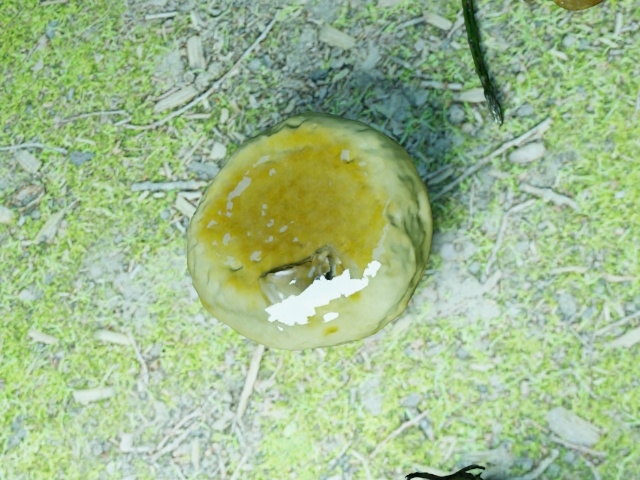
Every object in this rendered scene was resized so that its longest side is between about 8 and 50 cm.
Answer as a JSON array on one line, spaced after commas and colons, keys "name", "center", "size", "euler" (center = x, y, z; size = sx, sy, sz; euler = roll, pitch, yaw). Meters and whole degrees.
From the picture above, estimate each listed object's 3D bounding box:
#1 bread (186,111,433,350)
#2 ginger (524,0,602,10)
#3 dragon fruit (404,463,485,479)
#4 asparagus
[{"name": "bread", "center": [0.000, 0.000, 1.515], "size": [0.244, 0.134, 0.244], "euler": [-9, 67, 21]}, {"name": "ginger", "center": [0.261, -0.298, 1.574], "size": [0.103, 0.073, 0.162], "euler": [28, 79, 30]}, {"name": "dragon fruit", "center": [0.101, 0.297, 1.313], "size": [0.233, 0.234, 0.293], "euler": [-26, 29, 10]}, {"name": "asparagus", "center": [0.160, -0.184, 1.598], "size": [0.016, 0.016, 0.163], "euler": [-9, 61, -2]}]
